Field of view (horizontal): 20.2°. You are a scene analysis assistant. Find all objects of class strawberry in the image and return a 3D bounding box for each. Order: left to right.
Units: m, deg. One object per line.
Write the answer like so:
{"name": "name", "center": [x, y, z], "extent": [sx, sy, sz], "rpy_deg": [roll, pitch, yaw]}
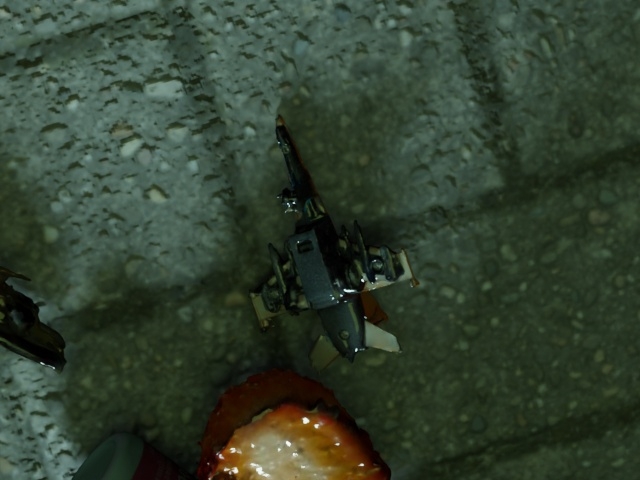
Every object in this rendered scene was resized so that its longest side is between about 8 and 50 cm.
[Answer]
{"name": "strawberry", "center": [-0.019, 0.171, 1.335], "extent": [0.121, 0.082, 0.188], "rpy_deg": [-39, 124, -2]}

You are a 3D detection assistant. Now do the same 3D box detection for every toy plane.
{"name": "toy plane", "center": [-0.004, 0.003, 1.294], "extent": [0.135, 0.062, 0.188], "rpy_deg": [-15, 107, 25]}

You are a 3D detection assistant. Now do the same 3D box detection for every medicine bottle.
{"name": "medicine bottle", "center": [-0.088, 0.236, 1.337], "extent": [0.217, 0.090, 0.090], "rpy_deg": [38, 99, -16]}

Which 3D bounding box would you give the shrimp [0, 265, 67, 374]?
{"name": "shrimp", "center": [-0.313, 0.069, 1.285], "extent": [0.253, 0.058, 0.173], "rpy_deg": [24, 110, -9]}
